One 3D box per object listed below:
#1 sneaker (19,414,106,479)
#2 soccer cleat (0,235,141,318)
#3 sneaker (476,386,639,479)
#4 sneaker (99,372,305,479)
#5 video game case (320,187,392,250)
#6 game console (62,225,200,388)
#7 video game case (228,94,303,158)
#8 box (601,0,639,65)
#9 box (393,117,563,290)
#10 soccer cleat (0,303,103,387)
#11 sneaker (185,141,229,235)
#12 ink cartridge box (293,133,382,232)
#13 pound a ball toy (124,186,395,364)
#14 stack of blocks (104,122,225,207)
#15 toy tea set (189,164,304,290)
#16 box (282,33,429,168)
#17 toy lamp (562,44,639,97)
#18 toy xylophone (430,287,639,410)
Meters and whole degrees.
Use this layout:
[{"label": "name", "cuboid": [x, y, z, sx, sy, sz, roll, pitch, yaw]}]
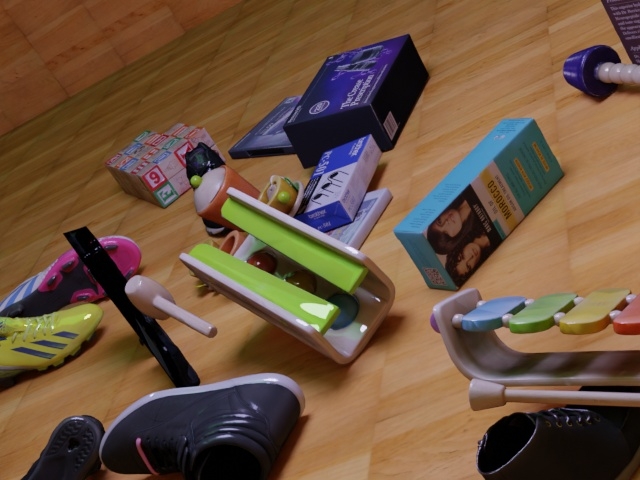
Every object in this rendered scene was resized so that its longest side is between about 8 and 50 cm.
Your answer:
[{"label": "sneaker", "cuboid": [-0.362, 0.333, 1.553, 0.227, 0.087, 0.130, -57, -5, -3]}, {"label": "soccer cleat", "cuboid": [-0.487, 0.080, 2.172, 0.331, 0.116, 0.143, -33, 23, 3]}, {"label": "sneaker", "cuboid": [0.225, 0.169, 1.033, 0.083, 0.118, 0.222, -11, 31, 44]}, {"label": "sneaker", "cuboid": [-0.168, 0.256, 1.401, 0.296, 0.104, 0.147, -19, 21, 22]}, {"label": "video game case", "cuboid": [0.000, 0.000, 1.799, 0.183, 0.023, 0.201, -14, 30, 40]}, {"label": "game console", "cuboid": [-0.272, 0.114, 1.716, 0.044, 0.213, 0.361, -37, 34, -10]}, {"label": "video game case", "cuboid": [-0.049, -0.238, 2.343, 0.196, 0.026, 0.274, -46, 24, -26]}, {"label": "box", "cuboid": [0.511, -0.367, 1.617, 0.167, 0.203, 0.168, -45, 25, -26]}, {"label": "box", "cuboid": [0.211, -0.051, 1.518, 0.244, 0.100, 0.060, -45, 26, -24]}, {"label": "soccer cleat", "cuboid": [-0.513, 0.171, 2.016, 0.289, 0.121, 0.093, -25, 24, 19]}, {"label": "sneaker", "cuboid": [-0.207, -0.104, 2.152, 0.107, 0.124, 0.283, -35, 23, -2]}, {"label": "ink cartridge box", "cuboid": [0.027, -0.089, 1.855, 0.097, 0.046, 0.207, -20, 26, 29]}, {"label": "pound a ball toy", "cuboid": [-0.081, 0.073, 1.537, 0.319, 0.136, 0.208, 26, 76, 40]}, {"label": "stack of blocks", "cuboid": [-0.347, -0.173, 2.527, 0.171, 0.087, 0.297, -40, 23, -15]}, {"label": "toy tea set", "cuboid": [-0.137, -0.033, 1.807, 0.336, 0.124, 0.200, -8, 55, 62]}, {"label": "box", "cuboid": [0.068, -0.254, 2.094, 0.184, 0.103, 0.261, -14, 30, 31]}, {"label": "toy lamp", "cuboid": [0.440, -0.234, 1.609, 0.080, 0.080, 0.275, -40, 24, -15]}, {"label": "toy xylophone", "cuboid": [0.258, 0.089, 1.057, 0.323, 0.081, 0.236, -6, 6, 19]}]
